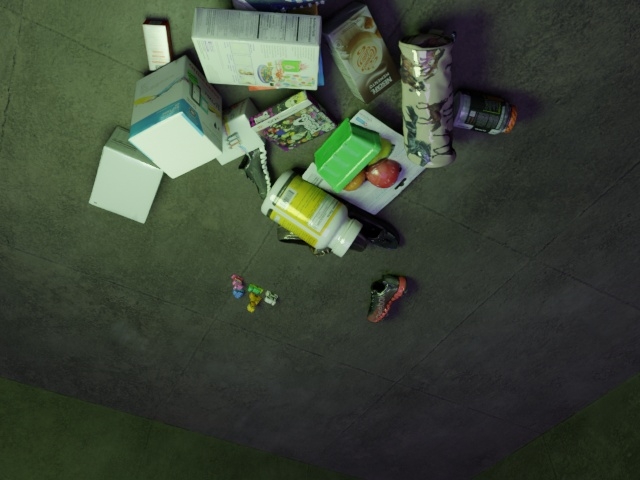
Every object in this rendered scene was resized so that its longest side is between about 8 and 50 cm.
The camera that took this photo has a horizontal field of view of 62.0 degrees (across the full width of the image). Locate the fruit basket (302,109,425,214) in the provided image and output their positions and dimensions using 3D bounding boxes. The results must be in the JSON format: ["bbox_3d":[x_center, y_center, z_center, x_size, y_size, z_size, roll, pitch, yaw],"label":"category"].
[{"bbox_3d":[0.166,-0.262,1.844,0.353,0.165,0.327,20,130,-35],"label":"fruit basket"}]

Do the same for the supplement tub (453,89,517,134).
[{"bbox_3d":[0.519,-0.407,1.704,0.190,0.117,0.117,10,130,-6],"label":"supplement tub"}]

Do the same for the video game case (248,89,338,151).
[{"bbox_3d":[-0.083,-0.379,1.716,0.210,0.041,0.232,-21,162,20],"label":"video game case"}]

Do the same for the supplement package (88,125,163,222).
[{"bbox_3d":[-0.667,-0.227,1.875,0.204,0.145,0.262,22,128,-16],"label":"supplement package"}]

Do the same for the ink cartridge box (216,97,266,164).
[{"bbox_3d":[-0.281,-0.361,1.760,0.176,0.128,0.127,-21,127,18],"label":"ink cartridge box"}]

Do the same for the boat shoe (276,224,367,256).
[{"bbox_3d":[0.000,0.000,2.035,0.355,0.130,0.132,15,163,-3],"label":"boat shoe"}]

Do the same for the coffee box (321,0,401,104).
[{"bbox_3d":[0.118,-0.550,1.569,0.141,0.098,0.246,-38,127,1],"label":"coffee box"}]

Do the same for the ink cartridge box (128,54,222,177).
[{"bbox_3d":[-0.435,-0.378,1.632,0.197,0.270,0.198,-22,142,18],"label":"ink cartridge box"}]

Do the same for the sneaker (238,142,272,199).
[{"bbox_3d":[-0.235,-0.244,1.877,0.106,0.078,0.234,-14,128,-13],"label":"sneaker"}]

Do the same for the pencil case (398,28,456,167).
[{"bbox_3d":[0.335,-0.421,1.624,0.160,0.183,0.410,23,137,39],"label":"pencil case"}]

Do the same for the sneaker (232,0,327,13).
[{"bbox_3d":[-0.078,-0.660,1.438,0.323,0.130,0.236,6,150,-20],"label":"sneaker"}]

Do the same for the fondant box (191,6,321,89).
[{"bbox_3d":[-0.166,-0.524,1.476,0.330,0.096,0.238,5,169,-1],"label":"fondant box"}]

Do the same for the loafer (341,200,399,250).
[{"bbox_3d":[0.192,-0.040,2.039,0.109,0.095,0.302,-37,120,27],"label":"loafer"}]

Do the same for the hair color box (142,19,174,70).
[{"bbox_3d":[-0.493,-0.593,1.624,0.072,0.043,0.141,3,130,-2],"label":"hair color box"}]

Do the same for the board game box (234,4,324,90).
[{"bbox_3d":[-0.118,-0.614,1.581,0.242,0.064,0.316,-3,130,5],"label":"board game box"}]

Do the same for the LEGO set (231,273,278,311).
[{"bbox_3d":[-0.303,0.247,2.302,0.227,0.093,0.087,28,126,-21],"label":"LEGO set"}]

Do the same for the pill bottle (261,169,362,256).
[{"bbox_3d":[-0.027,-0.089,1.887,0.334,0.188,0.188,34,126,-1],"label":"pill bottle"}]

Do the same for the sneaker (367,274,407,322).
[{"bbox_3d":[0.255,0.245,2.281,0.135,0.097,0.276,20,126,-15],"label":"sneaker"}]
